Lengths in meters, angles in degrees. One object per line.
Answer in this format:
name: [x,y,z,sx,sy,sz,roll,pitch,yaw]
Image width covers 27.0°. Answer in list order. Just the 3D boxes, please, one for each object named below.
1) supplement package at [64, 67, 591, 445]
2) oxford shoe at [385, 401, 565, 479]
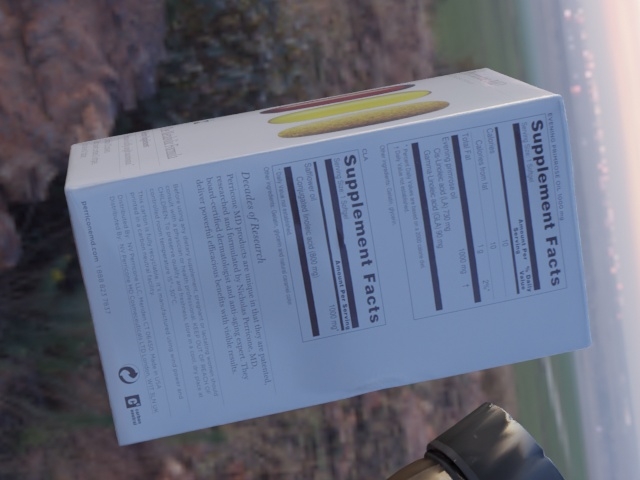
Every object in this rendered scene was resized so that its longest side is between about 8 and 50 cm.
supplement package: [0.000,0.000,0.705,0.139,0.244,0.134,-127,-154,-74]
oxford shoe: [0.047,0.154,0.425,0.083,0.096,0.227,42,-20,53]
